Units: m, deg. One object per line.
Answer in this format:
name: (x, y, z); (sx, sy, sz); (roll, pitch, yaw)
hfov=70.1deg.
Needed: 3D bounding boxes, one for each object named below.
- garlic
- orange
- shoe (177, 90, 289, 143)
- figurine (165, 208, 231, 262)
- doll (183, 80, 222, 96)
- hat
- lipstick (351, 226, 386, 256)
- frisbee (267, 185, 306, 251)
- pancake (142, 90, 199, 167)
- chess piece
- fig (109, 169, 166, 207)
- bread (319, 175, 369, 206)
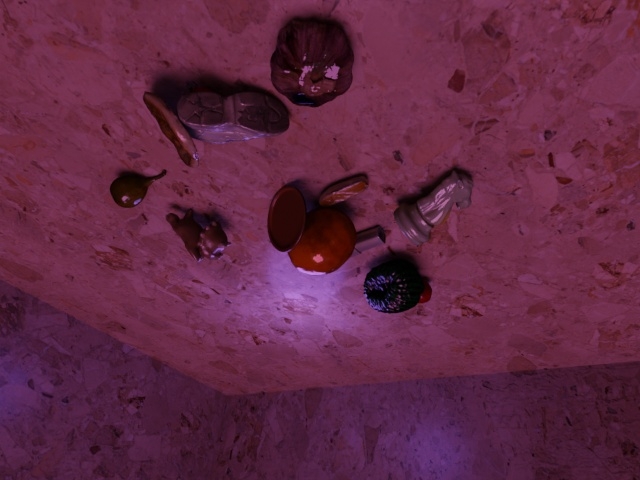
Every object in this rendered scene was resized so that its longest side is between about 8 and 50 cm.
garlic: (-0.028, -0.458, 1.228); (0.244, 0.161, 0.245); (6, 144, 4)
orange: (0.000, 0.000, 1.755); (0.283, 0.284, 0.226); (-22, 119, 34)
shoe: (-0.276, -0.372, 1.427); (0.341, 0.132, 0.210); (-2, 176, -22)
figurine: (-0.488, -0.033, 1.900); (0.173, 0.247, 0.177); (-37, 163, 0)
doll: (-0.359, -0.448, 1.394); (0.114, 0.057, 0.039); (9, 148, -13)
hat: (0.381, 0.206, 2.063); (0.332, 0.243, 0.274); (3, 175, -35)
lipstick: (0.150, 0.014, 1.918); (0.252, 0.079, 0.077); (-22, 134, 32)
frisbee: (-0.127, -0.081, 1.704); (0.021, 0.251, 0.250); (7, 151, -39)
pancake: (-0.457, -0.343, 1.405); (0.282, 0.049, 0.282); (47, 165, 17)
chess piece: (0.425, -0.125, 1.644); (0.175, 0.176, 0.298); (33, 124, -31)
fig: (-0.689, -0.215, 1.750); (0.236, 0.124, 0.124); (-28, 137, 5)
bread: (0.082, -0.186, 1.676); (0.214, 0.053, 0.073); (-22, 139, 30)
